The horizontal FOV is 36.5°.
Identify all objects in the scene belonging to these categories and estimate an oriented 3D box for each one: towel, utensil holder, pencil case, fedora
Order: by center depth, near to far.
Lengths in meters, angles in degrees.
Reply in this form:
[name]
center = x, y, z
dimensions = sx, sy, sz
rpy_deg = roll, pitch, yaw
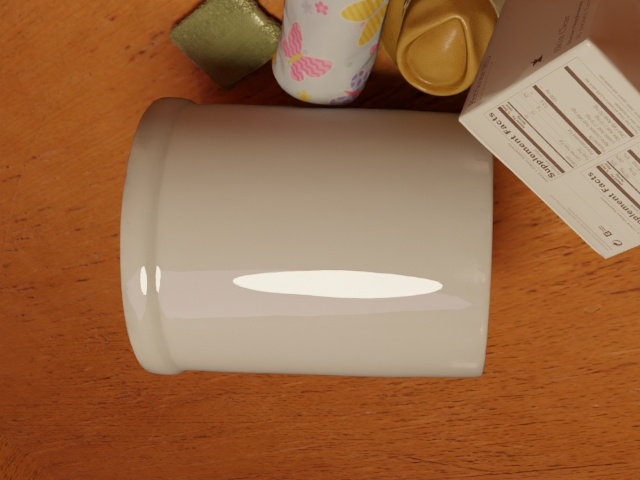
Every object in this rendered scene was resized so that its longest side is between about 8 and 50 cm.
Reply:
[pencil case]
center = 0.014, -0.271, 1.024
dimensions = 0.124, 0.113, 0.273
rpy_deg = 43, 148, 23
[fedora]
center = 0.137, -0.218, 1.047
dimensions = 0.194, 0.079, 0.194
rpy_deg = 15, 140, 13
[utensil holder]
center = 0.000, 0.000, 1.130
dimensions = 0.385, 0.328, 0.328
rpy_deg = 2, 138, 8
[towel]
center = -0.114, -0.249, 1.191
dimensions = 0.110, 0.027, 0.148
rpy_deg = 42, 140, -19

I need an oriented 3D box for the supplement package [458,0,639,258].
[supplement package]
center = 0.274, -0.158, 0.892
dimensions = 0.204, 0.262, 0.145
rpy_deg = 40, 139, -18
